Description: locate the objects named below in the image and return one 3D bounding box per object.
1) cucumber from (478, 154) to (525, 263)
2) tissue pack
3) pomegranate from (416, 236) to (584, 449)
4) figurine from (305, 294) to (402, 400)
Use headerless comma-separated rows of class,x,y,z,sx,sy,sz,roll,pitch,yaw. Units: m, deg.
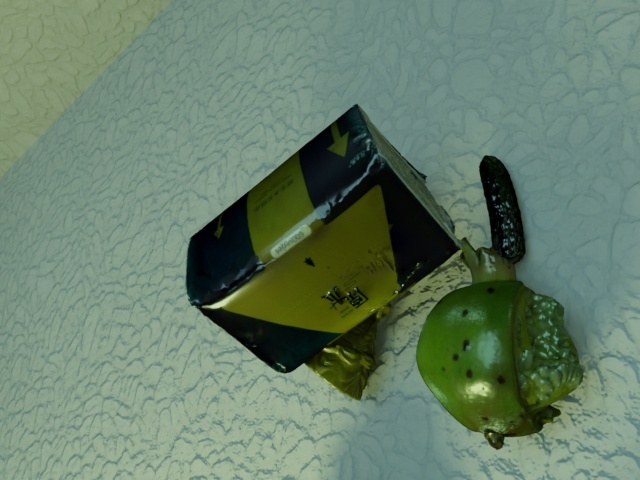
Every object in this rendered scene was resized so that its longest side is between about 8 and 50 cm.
cucumber,0.344,-0.062,1.162,0.067,0.067,0.245,-16,61,32
tissue pack,0.000,0.000,1.088,0.416,0.264,0.253,-37,33,15
pomegranate,0.280,0.155,0.999,0.260,0.260,0.341,-21,55,30
figurine,0.099,0.138,1.223,0.168,0.187,0.315,33,85,20
